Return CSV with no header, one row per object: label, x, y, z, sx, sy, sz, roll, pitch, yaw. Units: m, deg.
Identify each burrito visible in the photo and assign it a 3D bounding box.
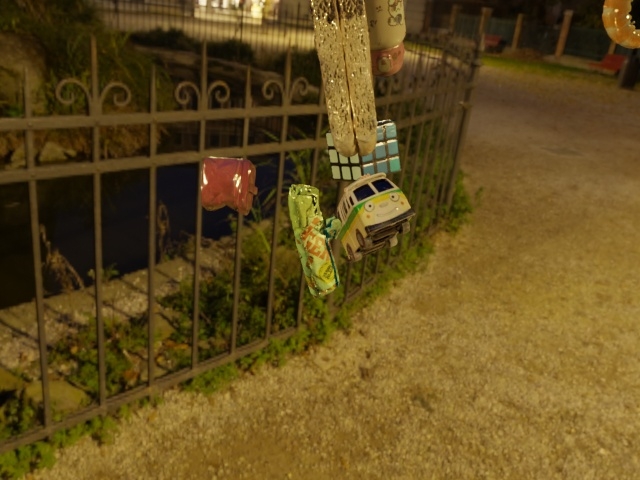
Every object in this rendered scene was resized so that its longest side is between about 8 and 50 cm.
burrito,0.000,0.000,1.263,0.104,0.288,0.054,-20,32,-10

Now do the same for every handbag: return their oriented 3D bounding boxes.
handbag,-0.236,-0.142,1.572,0.135,0.146,0.225,5,0,-3

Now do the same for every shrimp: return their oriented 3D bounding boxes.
shrimp,0.720,-0.519,1.359,0.166,0.161,0.049,15,4,-11

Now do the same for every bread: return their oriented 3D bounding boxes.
bread,0.055,-0.324,1.175,0.102,0.337,0.183,-7,-4,9

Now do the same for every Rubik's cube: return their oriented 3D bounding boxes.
Rubik's cube,0.132,-0.271,1.823,0.160,0.162,0.163,-18,15,-31

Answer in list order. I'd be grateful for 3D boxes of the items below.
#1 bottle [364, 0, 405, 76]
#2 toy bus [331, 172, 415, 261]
bottle,0.123,-0.465,1.269,0.110,0.233,0.110,-8,35,6
toy bus,0.134,-0.066,1.645,0.143,0.179,0.305,-21,-12,-12
